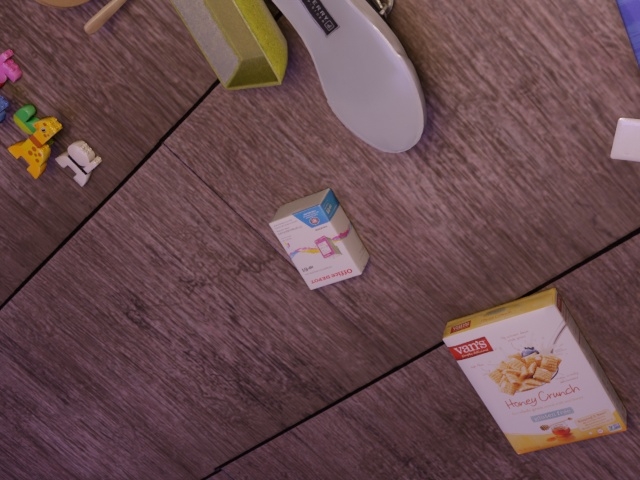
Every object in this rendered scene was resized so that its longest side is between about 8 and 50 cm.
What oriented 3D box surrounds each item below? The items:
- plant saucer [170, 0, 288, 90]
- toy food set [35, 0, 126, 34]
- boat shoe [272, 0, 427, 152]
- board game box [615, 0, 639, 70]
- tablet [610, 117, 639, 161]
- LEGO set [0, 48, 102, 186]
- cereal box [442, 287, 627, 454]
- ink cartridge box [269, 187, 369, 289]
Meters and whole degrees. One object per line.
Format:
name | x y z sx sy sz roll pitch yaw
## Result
plant saucer | -0.113 -0.270 0.940 0.188 0.045 0.188 58 162 -21
toy food set | -0.291 -0.330 0.930 0.132 0.192 0.038 -41 65 5
boat shoe | 0.030 -0.245 0.917 0.113 0.105 0.306 -33 101 38
board game box | 0.421 -0.328 0.745 0.318 0.066 0.318 -18 115 28
tablet | 0.388 -0.115 0.938 0.083 0.006 0.054 9 125 13
LEGO set | -0.405 -0.170 1.132 0.093 0.087 0.227 -31 110 33
cereal box | 0.307 0.193 1.147 0.173 0.047 0.240 -24 112 31
ink cartridge box | 0.000 0.000 1.124 0.089 0.052 0.122 -19 116 29
